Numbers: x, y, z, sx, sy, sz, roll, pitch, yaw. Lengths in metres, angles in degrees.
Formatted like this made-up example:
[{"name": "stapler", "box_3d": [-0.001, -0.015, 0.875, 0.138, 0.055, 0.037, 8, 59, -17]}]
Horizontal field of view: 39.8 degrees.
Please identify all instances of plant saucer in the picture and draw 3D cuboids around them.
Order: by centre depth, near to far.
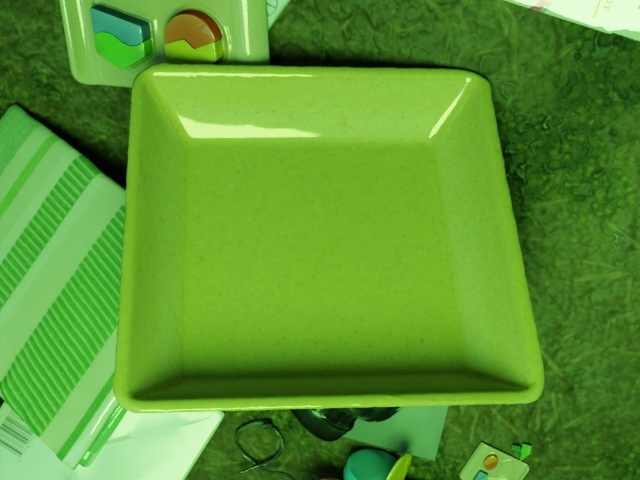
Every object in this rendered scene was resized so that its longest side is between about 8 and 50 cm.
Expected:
[{"name": "plant saucer", "box_3d": [0.000, 0.000, 0.774, 0.332, 0.333, 0.081, 0, 150, -6]}]

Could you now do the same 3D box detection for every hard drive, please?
[{"name": "hard drive", "box_3d": [0.073, 0.189, 0.995, 0.135, 0.022, 0.094, 13, 115, 8]}]

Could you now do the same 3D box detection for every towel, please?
[{"name": "towel", "box_3d": [-0.278, 0.038, 0.897, 0.325, 0.038, 0.248, 35, 90, 26]}]

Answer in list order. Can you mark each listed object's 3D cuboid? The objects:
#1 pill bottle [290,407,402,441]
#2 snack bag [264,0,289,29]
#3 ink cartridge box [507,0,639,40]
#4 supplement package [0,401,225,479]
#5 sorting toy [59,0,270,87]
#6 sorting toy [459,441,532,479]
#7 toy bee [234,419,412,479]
[{"name": "pill bottle", "box_3d": [0.067, 0.106, 0.897, 0.219, 0.123, 0.123, -41, 98, 19]}, {"name": "snack bag", "box_3d": [-0.092, -0.384, 0.789, 0.323, 0.037, 0.342, 42, 115, -5]}, {"name": "ink cartridge box", "box_3d": [0.217, -0.246, 0.756, 0.181, 0.061, 0.104, 20, 116, 6]}, {"name": "supplement package", "box_3d": [-0.254, 0.237, 0.972, 0.204, 0.145, 0.262, 32, 87, -1]}, {"name": "sorting toy", "box_3d": [-0.154, -0.232, 0.831, 0.208, 0.038, 0.193, 6, 118, 15]}, {"name": "sorting toy", "box_3d": [0.202, 0.253, 0.996, 0.062, 0.012, 0.083, 27, 116, 2]}, {"name": "toy bee", "box_3d": [0.035, 0.323, 0.984, 0.298, 0.162, 0.195, -4, 114, 16]}]
